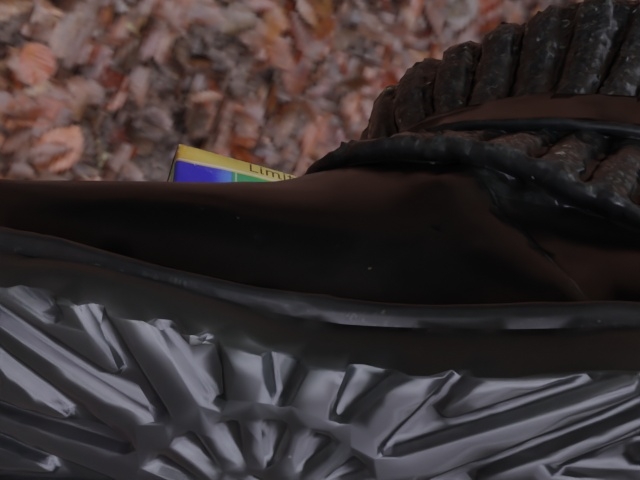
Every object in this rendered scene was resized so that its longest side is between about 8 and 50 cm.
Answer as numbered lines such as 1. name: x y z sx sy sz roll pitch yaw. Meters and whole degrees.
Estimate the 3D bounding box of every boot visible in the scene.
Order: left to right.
1. boot: 0.001 0.004 0.457 0.260 0.347 0.131 -80 177 -56

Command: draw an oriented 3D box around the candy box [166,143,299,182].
1. candy box: -0.001 0.094 0.967 0.268 0.317 0.122 14 127 -14
